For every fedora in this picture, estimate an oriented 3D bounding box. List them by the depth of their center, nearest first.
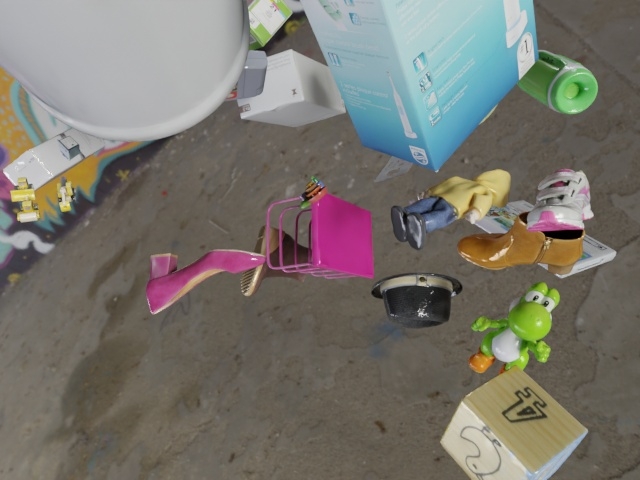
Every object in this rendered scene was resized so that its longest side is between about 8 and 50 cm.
[{"bbox_3d":[0.350,0.231,1.887,0.334,0.334,0.152,-18,60,36],"label":"fedora"}]

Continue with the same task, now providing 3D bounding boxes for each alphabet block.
[{"bbox_3d":[0.416,0.431,1.148,0.197,0.194,0.192,45,139,37],"label":"alphabet block"}]

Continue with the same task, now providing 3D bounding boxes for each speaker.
[{"bbox_3d":[0.652,-0.452,1.471,0.131,0.131,0.296,-38,25,17],"label":"speaker"}]

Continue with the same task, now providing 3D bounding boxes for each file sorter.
[{"bbox_3d":[0.000,0.000,1.479,0.182,0.291,0.201,-9,76,33],"label":"file sorter"}]

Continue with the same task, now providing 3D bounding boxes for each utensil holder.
[{"bbox_3d":[-0.243,-0.315,0.538,0.327,0.328,0.385,-59,2,-9],"label":"utensil holder"}]

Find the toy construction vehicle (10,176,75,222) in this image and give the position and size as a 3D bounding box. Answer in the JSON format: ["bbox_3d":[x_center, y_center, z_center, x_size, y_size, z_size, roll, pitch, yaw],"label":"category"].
[{"bbox_3d":[-0.412,-0.069,0.774,0.098,0.086,0.035,-120,29,-48],"label":"toy construction vehicle"}]

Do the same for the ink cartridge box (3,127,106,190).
[{"bbox_3d":[-0.648,-0.204,1.281,0.140,0.082,0.190,-20,24,33],"label":"ink cartridge box"}]

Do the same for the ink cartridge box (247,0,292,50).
[{"bbox_3d":[-0.146,-0.650,1.443,0.255,0.097,0.189,-52,30,-10],"label":"ink cartridge box"}]

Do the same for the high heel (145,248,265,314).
[{"bbox_3d":[-0.222,0.079,1.003,0.244,0.082,0.117,-3,80,8],"label":"high heel"}]

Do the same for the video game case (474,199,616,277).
[{"bbox_3d":[0.633,-0.017,1.511,0.329,0.300,0.036,41,128,39],"label":"video game case"}]

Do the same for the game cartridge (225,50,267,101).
[{"bbox_3d":[-0.281,-0.402,1.308,0.196,0.295,0.060,128,129,-76],"label":"game cartridge"}]

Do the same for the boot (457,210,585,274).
[{"bbox_3d":[0.465,-0.008,1.247,0.295,0.211,0.104,11,66,27],"label":"boot"}]

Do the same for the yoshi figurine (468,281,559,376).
[{"bbox_3d":[0.568,0.287,1.534,0.203,0.204,0.362,-98,22,-55],"label":"yoshi figurine"}]

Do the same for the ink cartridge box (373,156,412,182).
[{"bbox_3d":[0.282,-0.260,1.580,0.232,0.066,0.189,-59,19,-15],"label":"ink cartridge box"}]

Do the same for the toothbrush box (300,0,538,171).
[{"bbox_3d":[0.106,-0.259,0.550,0.126,0.295,0.216,30,71,41],"label":"toothbrush box"}]

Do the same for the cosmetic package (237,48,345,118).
[{"bbox_3d":[-0.087,-0.467,1.657,0.218,0.385,0.156,-11,92,21],"label":"cosmetic package"}]

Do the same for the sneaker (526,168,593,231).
[{"bbox_3d":[0.469,-0.082,1.030,0.103,0.252,0.111,-3,101,34],"label":"sneaker"}]

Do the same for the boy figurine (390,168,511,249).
[{"bbox_3d":[0.284,-0.079,1.107,0.285,0.092,0.177,-23,28,-25],"label":"boy figurine"}]

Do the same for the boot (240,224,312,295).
[{"bbox_3d":[-0.129,0.092,1.653,0.090,0.207,0.248,-13,53,49],"label":"boot"}]

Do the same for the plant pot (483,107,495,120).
[{"bbox_3d":[0.216,-0.394,1.174,0.294,0.275,0.274,20,76,52],"label":"plant pot"}]

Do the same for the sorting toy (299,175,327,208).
[{"bbox_3d":[-0.020,-0.102,1.078,0.061,0.042,0.102,-43,10,-22],"label":"sorting toy"}]
